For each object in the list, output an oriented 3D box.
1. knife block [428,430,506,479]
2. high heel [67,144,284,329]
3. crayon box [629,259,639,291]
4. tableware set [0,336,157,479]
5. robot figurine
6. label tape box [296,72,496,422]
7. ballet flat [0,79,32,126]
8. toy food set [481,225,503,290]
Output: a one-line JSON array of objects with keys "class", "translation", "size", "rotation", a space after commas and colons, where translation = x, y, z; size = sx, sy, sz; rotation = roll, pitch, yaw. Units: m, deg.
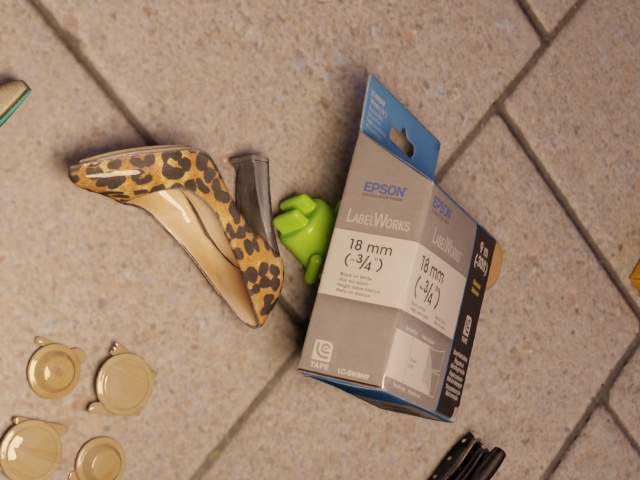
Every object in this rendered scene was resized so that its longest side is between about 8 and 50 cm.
[{"class": "knife block", "translation": [0.125, 0.346, 1.532], "size": [0.275, 0.088, 0.242], "rotation": [5, 86, -35]}, {"class": "high heel", "translation": [-0.140, 0.001, 1.344], "size": [0.261, 0.093, 0.186], "rotation": [1, 82, -44]}, {"class": "crayon box", "translation": [0.559, 0.047, 1.851], "size": [0.318, 0.081, 0.202], "rotation": [48, 64, -25]}, {"class": "tableware set", "translation": [-0.243, 0.178, 1.316], "size": [0.141, 0.020, 0.169], "rotation": [22, 77, -31]}, {"class": "robot figurine", "translation": [0.000, 0.000, 1.463], "size": [0.115, 0.067, 0.101], "rotation": [47, 44, -25]}, {"class": "label tape box", "translation": [0.104, 0.015, 1.456], "size": [0.240, 0.105, 0.334], "rotation": [33, 69, -62]}, {"class": "ballet flat", "translation": [-0.338, -0.100, 1.235], "size": [0.052, 0.057, 0.168], "rotation": [41, 66, -17]}, {"class": "toy food set", "translation": [0.192, 0.023, 1.627], "size": [0.082, 0.020, 0.083], "rotation": [40, 68, -28]}]
